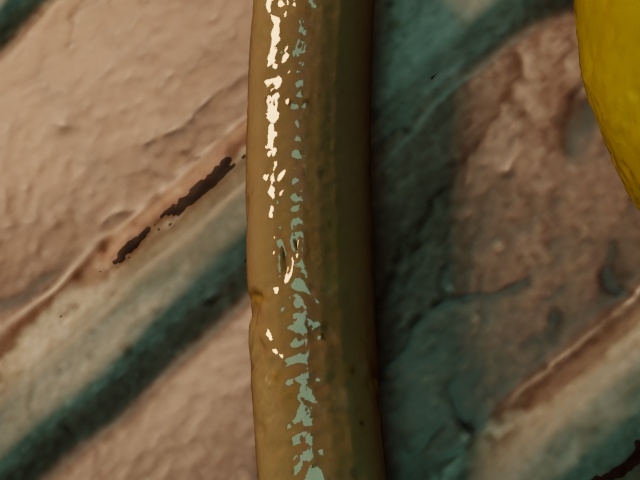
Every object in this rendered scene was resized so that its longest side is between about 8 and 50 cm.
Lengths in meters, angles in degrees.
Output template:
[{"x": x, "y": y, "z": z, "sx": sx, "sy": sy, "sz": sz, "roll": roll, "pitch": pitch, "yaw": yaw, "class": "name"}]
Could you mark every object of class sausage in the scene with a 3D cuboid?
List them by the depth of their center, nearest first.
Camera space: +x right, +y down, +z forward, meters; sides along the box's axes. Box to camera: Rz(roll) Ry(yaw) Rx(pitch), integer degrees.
[{"x": -0.002, "y": 0.000, "z": 0.860, "sx": 0.066, "sy": 0.066, "sz": 0.301, "roll": -7, "pitch": 69, "yaw": 19, "class": "sausage"}]

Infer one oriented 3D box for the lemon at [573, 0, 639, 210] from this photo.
[{"x": 0.229, "y": -0.083, "z": 0.683, "sx": 0.293, "sy": 0.293, "sz": 0.293, "roll": -6, "pitch": 71, "yaw": 19, "class": "lemon"}]
